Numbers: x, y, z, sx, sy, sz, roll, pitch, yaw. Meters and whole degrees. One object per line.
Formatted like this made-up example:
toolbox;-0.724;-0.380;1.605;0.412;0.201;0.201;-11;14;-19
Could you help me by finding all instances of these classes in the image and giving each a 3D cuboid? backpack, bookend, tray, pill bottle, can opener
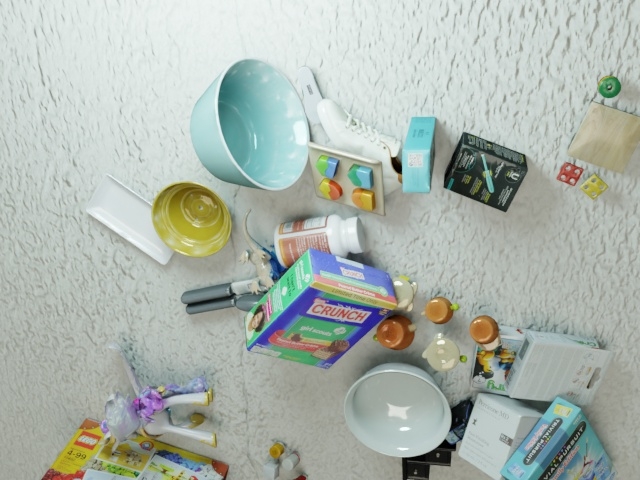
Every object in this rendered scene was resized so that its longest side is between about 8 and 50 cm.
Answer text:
backpack;0.394;0.520;2.034;0.084;0.105;0.114;45;122;-10
bookend;0.319;0.644;2.131;0.156;0.072;0.157;2;117;11
tray;-0.501;-0.060;1.988;0.270;0.030;0.145;36;117;-6
pill bottle;0.000;0.000;1.854;0.216;0.121;0.121;-8;114;16
can opener;-0.263;0.160;2.016;0.280;0.093;0.074;-9;115;22

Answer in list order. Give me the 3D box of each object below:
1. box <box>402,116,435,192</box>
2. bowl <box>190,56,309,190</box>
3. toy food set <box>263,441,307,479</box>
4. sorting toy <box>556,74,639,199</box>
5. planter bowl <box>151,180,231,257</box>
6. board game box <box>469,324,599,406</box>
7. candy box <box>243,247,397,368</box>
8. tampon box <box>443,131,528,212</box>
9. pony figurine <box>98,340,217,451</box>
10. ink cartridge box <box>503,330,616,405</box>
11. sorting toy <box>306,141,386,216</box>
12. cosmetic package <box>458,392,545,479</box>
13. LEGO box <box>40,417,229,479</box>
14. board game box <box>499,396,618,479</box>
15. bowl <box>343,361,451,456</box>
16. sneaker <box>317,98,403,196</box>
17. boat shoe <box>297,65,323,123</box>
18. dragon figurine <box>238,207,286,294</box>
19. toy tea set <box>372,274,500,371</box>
box;0.225;-0.198;1.635;0.060;0.244;0.100;2;116;11
bowl;-0.184;-0.256;1.696;0.163;0.311;0.311;-9;115;38
toy food set;-0.108;0.742;2.280;0.111;0.104;0.232;6;100;24
sorting toy;0.642;-0.229;1.640;0.132;0.046;0.274;19;118;3
planter bowl;-0.328;-0.071;1.908;0.217;0.090;0.217;4;117;8
board game box;0.563;0.331;1.931;0.305;0.053;0.193;7;117;9
candy box;-0.004;0.184;1.871;0.268;0.122;0.317;18;129;-32
tampon box;0.386;-0.162;1.699;0.161;0.101;0.120;22;119;0
pony figurine;-0.507;0.498;2.158;0.363;0.303;0.351;-4;125;-2
ink cartridge box;0.615;0.333;1.873;0.232;0.066;0.189;6;118;-14
sorting toy;0.061;-0.141;1.743;0.193;0.038;0.208;18;149;22
cosmetic package;0.492;0.521;1.926;0.151;0.151;0.184;13;96;-38
LEGO box;-0.587;0.810;2.245;0.500;0.372;0.193;17;118;3
board game box;0.636;0.613;1.908;0.254;0.079;0.336;-47;125;-14
bowl;0.218;0.447;2.020;0.298;0.134;0.298;5;117;9
sneaker;0.115;-0.241;1.720;0.123;0.106;0.290;-29;118;31
boat shoe;-0.021;-0.351;1.731;0.049;0.040;0.142;-12;113;8
dragon figurine;-0.141;0.056;1.933;0.085;0.144;0.289;-23;90;23
toy tea set;0.300;0.230;1.902;0.336;0.124;0.200;22;94;21
